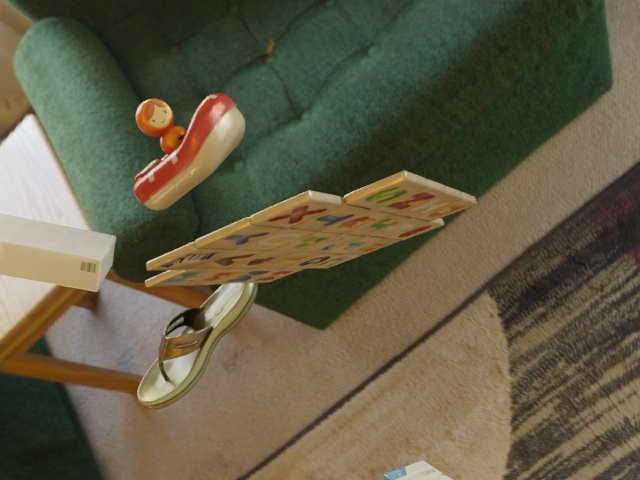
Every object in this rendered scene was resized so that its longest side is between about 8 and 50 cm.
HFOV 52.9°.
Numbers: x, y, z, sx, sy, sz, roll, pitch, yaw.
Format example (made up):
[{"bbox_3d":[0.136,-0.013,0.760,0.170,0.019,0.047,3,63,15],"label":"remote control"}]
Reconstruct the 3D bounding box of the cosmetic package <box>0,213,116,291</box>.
[{"bbox_3d":[-0.443,0.013,0.972,0.238,0.099,0.061,12,113,-8],"label":"cosmetic package"}]

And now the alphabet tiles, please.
[{"bbox_3d":[0.000,0.000,0.663,0.285,0.342,0.011,-22,79,25],"label":"alphabet tiles"}]

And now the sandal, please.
[{"bbox_3d":[-0.235,0.164,1.162,0.303,0.086,0.120,-53,38,-6],"label":"sandal"}]

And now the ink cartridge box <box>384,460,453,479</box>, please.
[{"bbox_3d":[0.175,0.419,1.056,0.122,0.088,0.052,11,105,59],"label":"ink cartridge box"}]

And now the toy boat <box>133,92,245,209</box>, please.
[{"bbox_3d":[-0.235,-0.165,1.043,0.231,0.151,0.151,-31,19,33],"label":"toy boat"}]
